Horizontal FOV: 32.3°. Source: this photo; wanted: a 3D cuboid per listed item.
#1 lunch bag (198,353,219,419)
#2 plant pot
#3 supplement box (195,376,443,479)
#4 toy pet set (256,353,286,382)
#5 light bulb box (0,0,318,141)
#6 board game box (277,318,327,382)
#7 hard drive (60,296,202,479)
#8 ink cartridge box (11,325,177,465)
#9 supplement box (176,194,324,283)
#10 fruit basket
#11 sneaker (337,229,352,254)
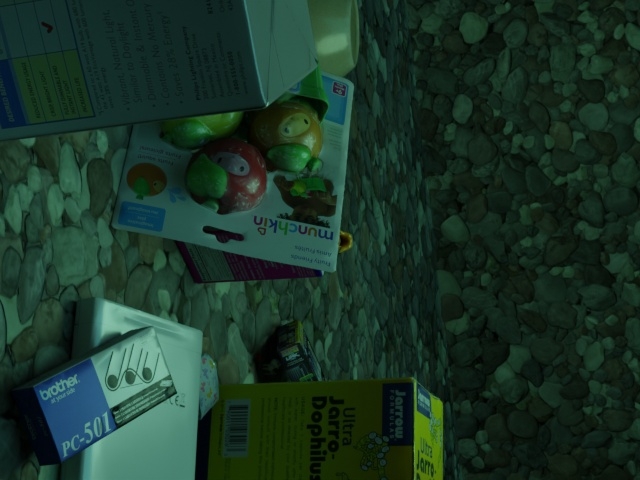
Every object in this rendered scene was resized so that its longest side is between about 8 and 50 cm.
[{"bbox_3d":[-0.191,0.221,1.690,0.071,0.053,0.083,-46,139,-63],"label":"lunch bag"},{"bbox_3d":[-0.030,-0.382,2.019,0.284,0.191,0.284,0,90,-81],"label":"plant pot"},{"bbox_3d":[0.001,0.335,1.759,0.194,0.356,0.195,43,45,-63],"label":"supplement box"},{"bbox_3d":[-0.078,0.280,1.994,0.114,0.065,0.122,65,28,-47],"label":"toy pet set"},{"bbox_3d":[-0.227,-0.315,1.211,0.225,0.361,0.358,-52,134,-66],"label":"light bulb box"},{"bbox_3d":[-0.032,0.234,2.043,0.170,0.048,0.141,-98,164,-81],"label":"board game box"},{"bbox_3d":[-0.246,0.272,1.458,0.233,0.047,0.353,28,59,-55],"label":"hard drive"},{"bbox_3d":[-0.270,0.185,1.350,0.207,0.046,0.097,-26,100,-52],"label":"ink cartridge box"},{"bbox_3d":[-0.102,-0.012,1.745,0.111,0.220,0.114,-74,155,-44],"label":"supplement box"},{"bbox_3d":[-0.115,-0.142,1.626,0.165,0.327,0.353,115,-15,-53],"label":"fruit basket"},{"bbox_3d":[0.000,0.000,2.269,0.215,0.083,0.084,-13,99,-70],"label":"sneaker"}]
